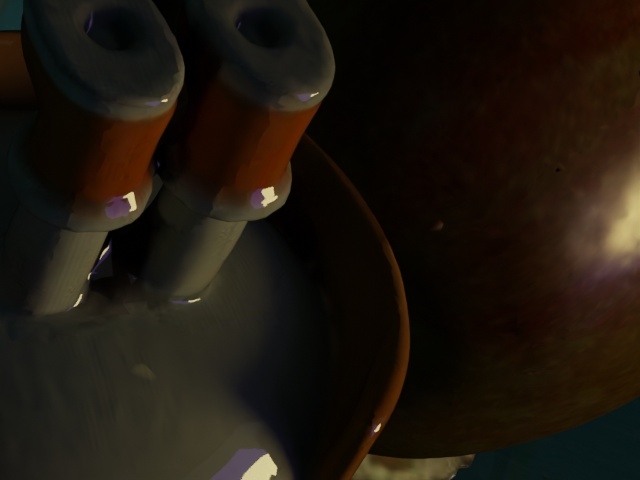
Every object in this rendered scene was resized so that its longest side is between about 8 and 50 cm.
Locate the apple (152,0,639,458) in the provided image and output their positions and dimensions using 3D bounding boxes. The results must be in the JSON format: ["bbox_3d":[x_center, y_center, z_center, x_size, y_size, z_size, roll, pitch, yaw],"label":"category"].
[{"bbox_3d":[0.054,-0.041,0.721,0.234,0.257,0.257,-57,169,-47],"label":"apple"}]

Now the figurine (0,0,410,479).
[{"bbox_3d":[-0.068,0.053,0.426,0.143,0.143,0.271,-63,172,-59],"label":"figurine"}]

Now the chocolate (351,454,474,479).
[{"bbox_3d":[-0.002,0.000,0.891,0.080,0.157,0.254,-23,-125,45],"label":"chocolate"}]
